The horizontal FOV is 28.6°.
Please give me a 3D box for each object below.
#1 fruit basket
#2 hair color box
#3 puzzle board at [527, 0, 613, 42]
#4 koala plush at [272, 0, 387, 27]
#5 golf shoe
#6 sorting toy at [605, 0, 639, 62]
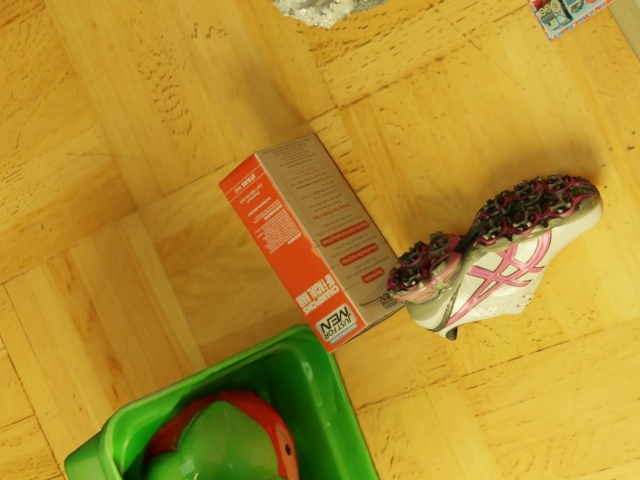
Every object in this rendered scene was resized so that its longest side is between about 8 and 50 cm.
[{"bbox_3d":[-0.025,0.272,1.015,0.392,0.283,0.392,22,122,40],"label":"fruit basket"},{"bbox_3d":[0.000,0.000,1.041,0.053,0.093,0.167,-39,81,35],"label":"hair color box"},{"bbox_3d":[0.178,-0.207,0.889,0.096,0.011,0.128,61,147,2],"label":"puzzle board"},{"bbox_3d":[-0.018,-0.241,0.939,0.221,0.196,0.203,32,130,21],"label":"koala plush"},{"bbox_3d":[0.146,0.014,0.980,0.186,0.067,0.086,-31,118,30],"label":"golf shoe"},{"bbox_3d":[0.255,-0.267,0.842,0.229,0.041,0.307,-32,85,39],"label":"sorting toy"}]
